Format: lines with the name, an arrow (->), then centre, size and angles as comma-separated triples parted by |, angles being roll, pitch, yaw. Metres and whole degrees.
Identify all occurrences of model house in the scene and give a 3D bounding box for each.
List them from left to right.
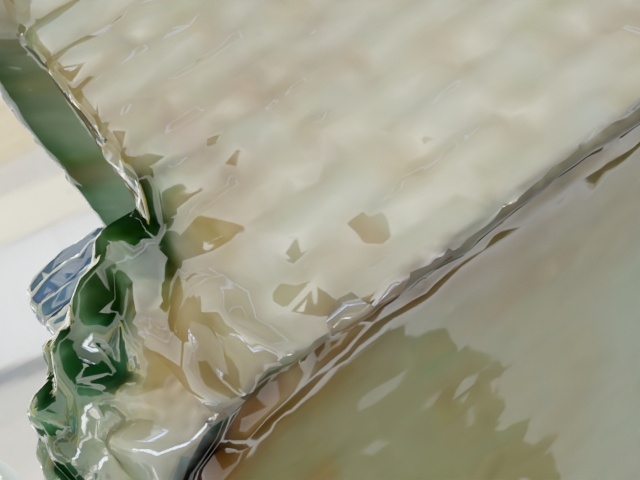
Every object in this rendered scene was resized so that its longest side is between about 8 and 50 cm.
model house -> 0.000, 0.000, 0.851 | 0.395, 0.400, 0.445 | -35, -35, -4

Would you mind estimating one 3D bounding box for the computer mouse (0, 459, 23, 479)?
computer mouse -> -0.183, 0.177, 0.967 | 0.089, 0.182, 0.056 | 11, -50, -42
